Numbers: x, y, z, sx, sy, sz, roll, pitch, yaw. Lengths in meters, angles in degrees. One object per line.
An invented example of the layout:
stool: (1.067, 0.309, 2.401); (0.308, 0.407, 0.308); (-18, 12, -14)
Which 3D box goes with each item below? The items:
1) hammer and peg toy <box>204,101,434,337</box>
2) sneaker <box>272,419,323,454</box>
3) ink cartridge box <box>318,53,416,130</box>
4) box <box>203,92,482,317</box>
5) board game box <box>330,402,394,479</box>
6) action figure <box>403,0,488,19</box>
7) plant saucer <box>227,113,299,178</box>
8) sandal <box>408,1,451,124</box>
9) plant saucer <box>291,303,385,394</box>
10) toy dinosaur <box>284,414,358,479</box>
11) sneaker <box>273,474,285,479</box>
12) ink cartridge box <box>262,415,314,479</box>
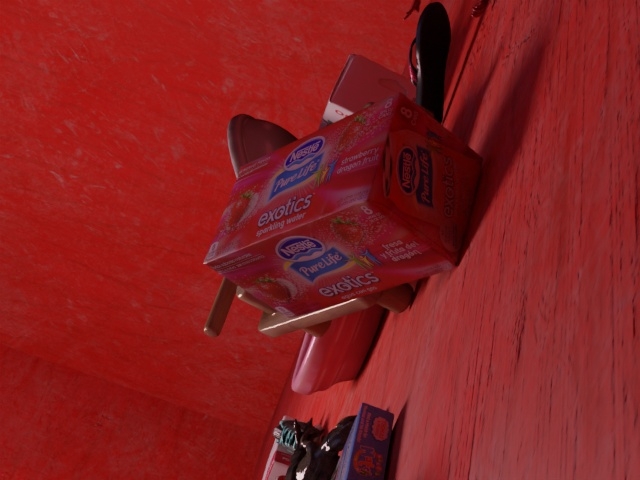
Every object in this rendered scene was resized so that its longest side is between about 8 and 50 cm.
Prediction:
hammer and peg toy: (0.000, 0.000, 1.536); (0.361, 0.127, 0.266); (-24, 43, 57)
sneaker: (-0.038, 0.312, 1.955); (0.166, 0.076, 0.065); (129, 159, -86)
ink cartridge box: (0.086, -0.185, 1.971); (0.219, 0.160, 0.093); (112, -177, -75)
box: (0.018, -0.027, 1.228); (0.256, 0.122, 0.128); (-20, 43, 48)
board game box: (0.013, 0.282, 1.176); (0.160, 0.039, 0.212); (-73, 3, -58)
action figure: (0.189, -0.348, 1.614); (0.139, 0.091, 0.280); (-62, 0, -9)
plant saucer: (-0.012, -0.046, 2.072); (0.100, 0.401, 0.400); (-27, 13, 11)
sandal: (0.145, -0.243, 1.755); (0.067, 0.040, 0.179); (-8, -74, -43)
plant saucer: (0.049, 0.065, 1.771); (0.332, 0.084, 0.332); (-161, 90, -89)
toy dinosaur: (-0.020, 0.266, 1.349); (0.268, 0.064, 0.118); (-62, 8, 17)
sneaker: (-0.094, 0.451, 1.915); (0.088, 0.092, 0.225); (-74, 4, -66)
ink cartridge box: (-0.056, 0.375, 2.061); (0.150, 0.063, 0.109); (-73, 2, -68)
